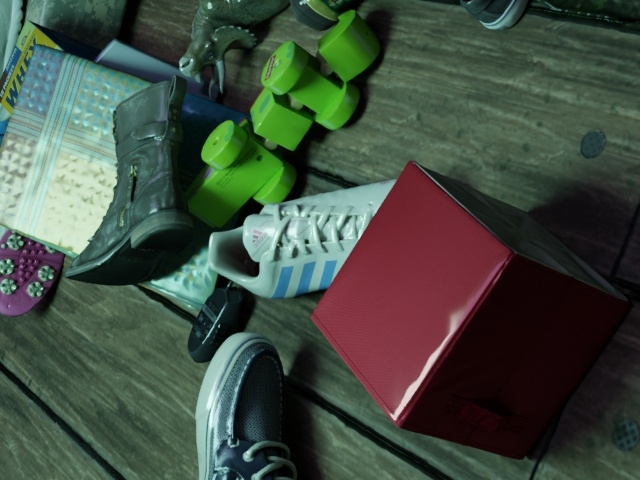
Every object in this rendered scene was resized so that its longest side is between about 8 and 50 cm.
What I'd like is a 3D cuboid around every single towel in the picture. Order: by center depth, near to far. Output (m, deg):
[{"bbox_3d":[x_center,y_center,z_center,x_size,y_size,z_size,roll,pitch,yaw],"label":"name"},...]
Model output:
[{"bbox_3d":[-0.272,-0.092,1.724,0.370,0.040,0.271,20,92,13],"label":"towel"}]

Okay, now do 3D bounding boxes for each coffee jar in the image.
[{"bbox_3d":[0.036,-0.354,1.597,0.184,0.079,0.096,-36,47,35],"label":"coffee jar"}]

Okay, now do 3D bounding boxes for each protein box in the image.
[{"bbox_3d":[-0.364,-0.221,1.928,0.201,0.200,0.136,39,106,52],"label":"protein box"}]

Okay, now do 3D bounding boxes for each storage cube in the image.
[{"bbox_3d":[0.143,0.069,1.208,0.193,0.184,0.215,-58,39,13],"label":"storage cube"}]

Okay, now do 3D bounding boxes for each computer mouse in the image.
[{"bbox_3d":[-0.102,0.056,1.636,0.242,0.041,0.071,-60,25,6],"label":"computer mouse"}]

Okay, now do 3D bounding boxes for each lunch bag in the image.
[{"bbox_3d":[-0.451,-0.392,2.139,0.287,0.169,0.235,20,97,60],"label":"lunch bag"}]

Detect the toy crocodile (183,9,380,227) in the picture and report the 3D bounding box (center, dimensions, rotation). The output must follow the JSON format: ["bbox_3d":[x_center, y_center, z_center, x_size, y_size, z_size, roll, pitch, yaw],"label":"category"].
[{"bbox_3d":[-0.056,-0.152,1.593,0.340,0.115,0.105,-49,27,19],"label":"toy crocodile"}]

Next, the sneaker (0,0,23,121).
[{"bbox_3d":[-0.551,-0.337,2.020,0.105,0.115,0.281,-25,67,52],"label":"sneaker"}]

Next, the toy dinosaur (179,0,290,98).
[{"bbox_3d":[-0.098,-0.366,1.740,0.313,0.160,0.121,-43,13,15],"label":"toy dinosaur"}]

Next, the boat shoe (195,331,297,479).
[{"bbox_3d":[-0.059,0.280,1.432,0.158,0.127,0.340,2,85,44],"label":"boat shoe"}]

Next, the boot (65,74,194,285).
[{"bbox_3d":[-0.249,-0.074,1.650,0.263,0.091,0.228,-27,60,38],"label":"boot"}]

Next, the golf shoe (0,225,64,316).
[{"bbox_3d":[-0.494,-0.008,2.091,0.140,0.115,0.306,-30,46,53],"label":"golf shoe"}]

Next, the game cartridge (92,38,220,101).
[{"bbox_3d":[-0.292,-0.131,1.811,0.294,0.196,0.060,-64,17,8],"label":"game cartridge"}]

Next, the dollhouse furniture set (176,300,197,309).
[{"bbox_3d":[-0.220,0.040,1.761,0.152,0.059,0.076,19,91,52],"label":"dollhouse furniture set"}]

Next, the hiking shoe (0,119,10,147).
[{"bbox_3d":[-0.565,-0.114,2.222,0.132,0.113,0.304,37,114,43],"label":"hiking shoe"}]

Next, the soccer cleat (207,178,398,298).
[{"bbox_3d":[0.000,0.000,1.441,0.331,0.143,0.116,-21,60,44],"label":"soccer cleat"}]

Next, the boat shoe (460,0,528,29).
[{"bbox_3d":[0.211,-0.351,1.386,0.080,0.076,0.228,25,95,52],"label":"boat shoe"}]
